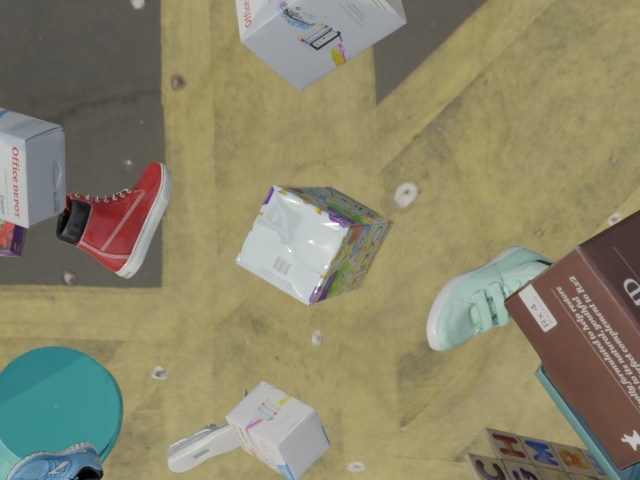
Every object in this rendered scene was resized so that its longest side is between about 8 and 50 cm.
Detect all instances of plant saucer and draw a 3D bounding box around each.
[{"bbox_3d":[0.308,0.204,1.004,0.192,0.018,0.067,54,43,-7],"label":"plant saucer"}]

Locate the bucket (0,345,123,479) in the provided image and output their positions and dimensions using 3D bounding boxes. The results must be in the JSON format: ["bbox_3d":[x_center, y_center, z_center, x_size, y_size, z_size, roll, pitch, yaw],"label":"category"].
[{"bbox_3d":[-0.522,0.347,1.690,0.281,0.183,0.281,14,56,-22],"label":"bucket"}]

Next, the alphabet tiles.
[{"bbox_3d":[0.350,0.361,1.115,0.343,0.285,0.011,16,119,-25],"label":"alphabet tiles"}]

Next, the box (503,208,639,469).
[{"bbox_3d":[0.389,0.039,0.867,0.381,0.143,0.191,-26,75,-29],"label":"box"}]

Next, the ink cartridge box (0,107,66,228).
[{"bbox_3d":[-0.431,-0.105,1.164,0.175,0.072,0.127,17,118,21],"label":"ink cartridge box"}]

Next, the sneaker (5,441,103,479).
[{"bbox_3d":[-0.408,0.365,1.359,0.162,0.063,0.073,-13,41,-40],"label":"sneaker"}]

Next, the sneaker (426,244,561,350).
[{"bbox_3d":[0.286,0.094,1.344,0.256,0.151,0.094,-34,120,-27],"label":"sneaker"}]

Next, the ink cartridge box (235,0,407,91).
[{"bbox_3d":[-0.005,-0.406,1.487,0.233,0.168,0.171,-28,49,26],"label":"ink cartridge box"}]

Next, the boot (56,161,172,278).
[{"bbox_3d":[-0.370,-0.074,1.561,0.176,0.088,0.244,33,50,-24],"label":"boot"}]

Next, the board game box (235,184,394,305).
[{"bbox_3d":[0.000,0.000,1.458,0.144,0.275,0.142,29,101,15],"label":"board game box"}]

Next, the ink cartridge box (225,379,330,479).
[{"bbox_3d":[-0.073,0.299,1.400,0.143,0.092,0.090,19,51,42],"label":"ink cartridge box"}]

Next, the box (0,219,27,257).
[{"bbox_3d":[-0.738,-0.113,1.946,0.201,0.057,0.293,2,74,11],"label":"box"}]

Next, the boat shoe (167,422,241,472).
[{"bbox_3d":[-0.225,0.402,1.773,0.184,0.066,0.063,-31,41,2],"label":"boat shoe"}]
